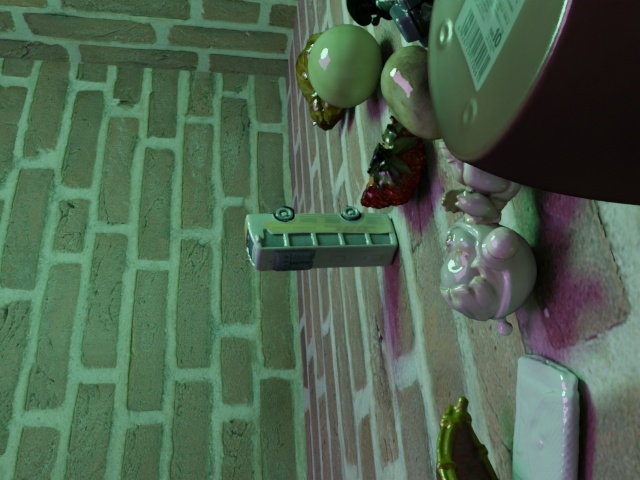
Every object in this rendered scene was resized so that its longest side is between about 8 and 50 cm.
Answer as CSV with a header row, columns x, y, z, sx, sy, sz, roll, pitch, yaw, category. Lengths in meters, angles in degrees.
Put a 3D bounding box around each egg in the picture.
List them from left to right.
x,y,z,sx,sy,sz,roll,pitch,yaw,category
0.062,-0.434,1.406,0.253,0.189,0.188,95,174,-82,egg

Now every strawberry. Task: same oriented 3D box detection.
x,y,z,sx,sy,sz,roll,pitch,yaw,category
0.154,-0.143,1.145,0.286,0.106,0.188,62,-129,-85,strawberry

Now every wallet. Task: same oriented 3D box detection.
x,y,z,sx,sy,sz,roll,pitch,yaw,category
0.269,0.237,0.673,0.124,0.032,0.182,-152,62,-81,wallet

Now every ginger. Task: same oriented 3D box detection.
x,y,z,sx,sy,sz,roll,pitch,yaw,category
0.020,-0.502,1.779,0.357,0.153,0.274,-164,55,-80,ginger

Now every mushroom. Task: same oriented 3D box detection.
x,y,z,sx,sy,sz,roll,pitch,yaw,category
0.177,-0.249,0.932,0.166,0.127,0.166,57,178,3,mushroom

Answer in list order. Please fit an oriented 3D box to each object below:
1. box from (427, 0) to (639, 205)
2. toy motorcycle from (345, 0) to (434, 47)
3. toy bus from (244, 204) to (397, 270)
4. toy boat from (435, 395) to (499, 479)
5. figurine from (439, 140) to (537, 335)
x,y,z,sx,sy,sz,roll,pitch,yaw,category
0.227,-0.176,0.447,0.301,0.216,0.300,180,90,-81,box
0.142,-0.427,0.964,0.125,0.187,0.274,45,-160,-39,toy motorcycle
0.000,0.000,1.284,0.097,0.343,0.138,102,161,-47,toy bus
0.219,0.337,0.667,0.099,0.141,0.318,-53,35,17,toy boat
0.218,-0.006,0.727,0.182,0.145,0.256,18,105,58,figurine
